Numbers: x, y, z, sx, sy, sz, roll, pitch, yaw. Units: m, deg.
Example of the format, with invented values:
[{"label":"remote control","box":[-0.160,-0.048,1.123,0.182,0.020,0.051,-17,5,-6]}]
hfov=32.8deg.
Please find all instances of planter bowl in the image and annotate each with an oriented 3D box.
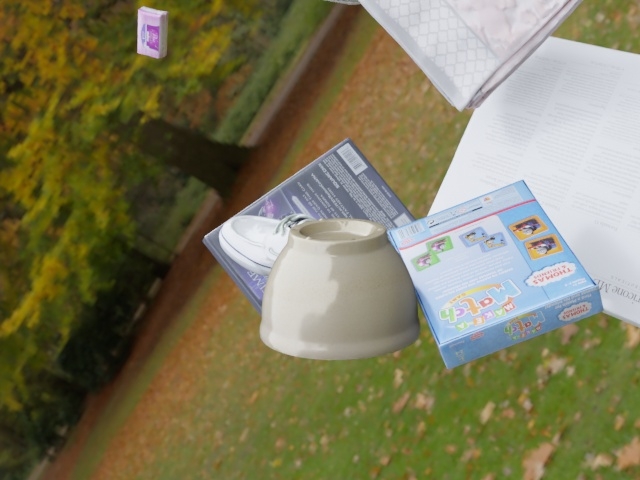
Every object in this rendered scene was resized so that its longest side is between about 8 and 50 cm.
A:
[{"label":"planter bowl","box":[0.018,0.040,1.075,0.162,0.162,0.109,-86,-6,-74]}]

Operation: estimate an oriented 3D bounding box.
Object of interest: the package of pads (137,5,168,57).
[{"label":"package of pads","box":[-0.296,-0.367,1.920,0.032,0.050,0.083,-43,-35,-55]}]

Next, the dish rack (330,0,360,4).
[{"label":"dish rack","box":[0.000,-0.518,1.605,0.072,0.285,0.333,-116,36,-61]}]

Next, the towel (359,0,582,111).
[{"label":"towel","box":[0.143,-0.349,1.221,0.053,0.332,0.317,-35,-9,-41]}]

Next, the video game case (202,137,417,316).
[{"label":"video game case","box":[0.000,0.000,1.530,0.274,0.196,0.026,-36,-6,-24]}]

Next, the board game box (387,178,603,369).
[{"label":"board game box","box":[0.170,0.028,1.105,0.160,0.039,0.211,-21,32,2]}]

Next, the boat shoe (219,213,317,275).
[{"label":"boat shoe","box":[-0.020,0.002,1.276,0.083,0.226,0.076,-53,-29,-40]}]

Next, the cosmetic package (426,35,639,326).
[{"label":"cosmetic package","box":[0.325,-0.071,1.264,0.377,0.097,0.284,26,90,46]}]
